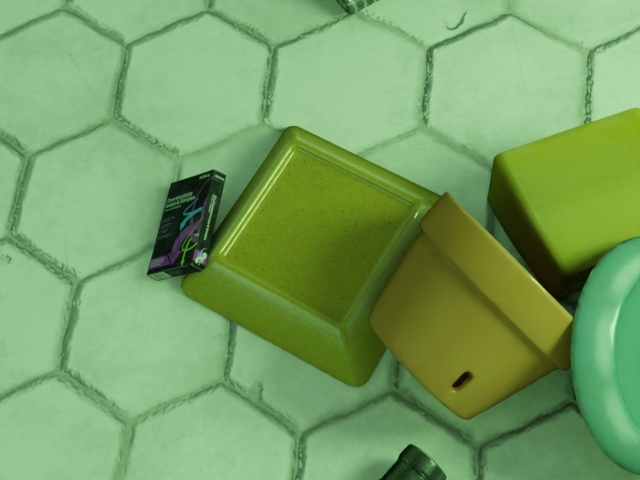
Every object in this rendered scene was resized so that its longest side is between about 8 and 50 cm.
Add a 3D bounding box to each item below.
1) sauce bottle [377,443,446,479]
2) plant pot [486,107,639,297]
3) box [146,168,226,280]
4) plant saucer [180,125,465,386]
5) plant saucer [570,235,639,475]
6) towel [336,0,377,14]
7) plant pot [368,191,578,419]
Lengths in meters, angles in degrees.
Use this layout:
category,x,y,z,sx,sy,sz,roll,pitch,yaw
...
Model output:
category,x,y,z,sx,sy,sz,roll,pitch,yaw
sauce bottle,0.032,0.420,1.617,0.111,0.111,0.344,41,76,22
plant pot,0.374,-0.039,1.728,0.212,0.212,0.187,-19,73,-1
box,-0.205,-0.024,1.856,0.116,0.029,0.162,-14,56,45
plant saucer,0.000,0.000,1.824,0.333,0.081,0.332,27,72,18
plant saucer,0.451,0.151,1.594,0.044,0.317,0.317,-7,55,54
towel,0.074,-0.541,2.036,0.235,0.121,0.283,-30,67,-4
plant pot,0.202,0.104,1.655,0.203,0.291,0.291,-44,67,5
